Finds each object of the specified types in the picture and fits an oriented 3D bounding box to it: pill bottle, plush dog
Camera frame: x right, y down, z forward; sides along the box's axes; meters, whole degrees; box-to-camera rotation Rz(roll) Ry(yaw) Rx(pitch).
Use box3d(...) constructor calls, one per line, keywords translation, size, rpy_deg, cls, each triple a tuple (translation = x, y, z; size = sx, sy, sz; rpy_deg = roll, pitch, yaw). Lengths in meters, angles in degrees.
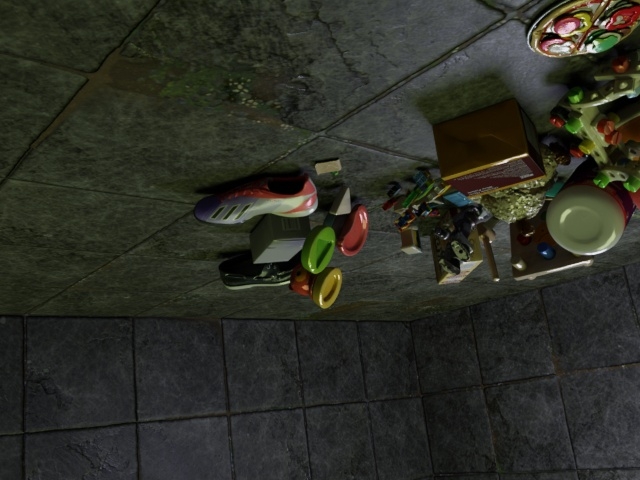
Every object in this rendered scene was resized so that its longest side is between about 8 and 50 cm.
box3d(translation=(0.711, -0.107, 1.683), size=(0.182, 0.181, 0.323), rpy_deg=(-22, -168, 44), cls="pill bottle")
box3d(translation=(0.503, -0.154, 1.651), size=(0.263, 0.210, 0.225), rpy_deg=(-6, 141, -2), cls="plush dog")

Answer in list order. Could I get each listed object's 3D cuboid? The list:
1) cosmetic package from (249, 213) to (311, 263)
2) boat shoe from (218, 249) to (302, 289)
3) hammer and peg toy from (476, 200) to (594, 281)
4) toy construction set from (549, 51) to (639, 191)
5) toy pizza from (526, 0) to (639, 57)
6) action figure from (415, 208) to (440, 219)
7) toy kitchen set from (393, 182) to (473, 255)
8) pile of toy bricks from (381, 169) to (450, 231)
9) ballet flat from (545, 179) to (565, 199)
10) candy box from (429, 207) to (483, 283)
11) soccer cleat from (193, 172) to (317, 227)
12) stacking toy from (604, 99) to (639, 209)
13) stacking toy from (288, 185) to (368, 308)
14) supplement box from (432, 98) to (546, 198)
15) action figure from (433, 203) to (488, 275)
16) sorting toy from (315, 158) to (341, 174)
box3d(translation=(-0.125, -0.010, 1.997), size=(0.127, 0.107, 0.238), rpy_deg=(-4, 161, -21), cls="cosmetic package")
box3d(translation=(-0.193, 0.079, 2.263), size=(0.340, 0.127, 0.113), rpy_deg=(-8, 142, 14), cls="boat shoe")
box3d(translation=(0.682, 0.006, 2.107), size=(0.362, 0.265, 0.127), rpy_deg=(-20, 141, 36), cls="hammer and peg toy")
box3d(translation=(0.595, -0.220, 1.324), size=(0.151, 0.215, 0.327), rpy_deg=(-35, 123, -8), cls="toy construction set")
box3d(translation=(0.457, -0.362, 1.122), size=(0.202, 0.032, 0.201), rpy_deg=(-7, 164, -2), cls="toy pizza")
box3d(translation=(0.332, -0.086, 2.059), size=(0.115, 0.030, 0.038), rpy_deg=(1, 158, -33), cls="action figure")
box3d(translation=(0.336, -0.059, 1.895), size=(0.207, 0.165, 0.122), rpy_deg=(-17, 161, 32), cls="toy kitchen set")
box3d(translation=(0.269, -0.127, 1.792), size=(0.105, 0.118, 0.212), rpy_deg=(-30, 166, -43), cls="pile of toy bricks")
box3d(translation=(0.614, -0.144, 1.892), size=(0.232, 0.080, 0.073), rpy_deg=(5, 176, -32), cls="ballet flat")
box3d(translation=(0.451, 0.025, 2.212), size=(0.088, 0.182, 0.316), rpy_deg=(-5, 164, -4), cls="candy box")
box3d(translation=(-0.168, -0.111, 1.657), size=(0.319, 0.108, 0.116), rpy_deg=(-5, 144, 2), cls="soccer cleat")
box3d(translation=(0.845, -0.082, 1.455), size=(0.351, 0.479, 0.350), rpy_deg=(-7, 164, -2), cls="stacking toy")
box3d(translation=(0.000, 0.000, 1.846), size=(0.131, 0.308, 0.279), rpy_deg=(18, 155, 27), cls="stacking toy")
box3d(translation=(0.384, -0.200, 1.487), size=(0.191, 0.129, 0.194), rpy_deg=(-16, 162, 28), cls="supplement box")
box3d(translation=(0.416, -0.032, 1.946), size=(0.099, 0.285, 0.185), rpy_deg=(37, 129, -10), cls="action figure")
box3d(translation=(0.021, -0.178, 1.622), size=(0.062, 0.012, 0.083), rpy_deg=(-13, 161, 4), cls="sorting toy")
